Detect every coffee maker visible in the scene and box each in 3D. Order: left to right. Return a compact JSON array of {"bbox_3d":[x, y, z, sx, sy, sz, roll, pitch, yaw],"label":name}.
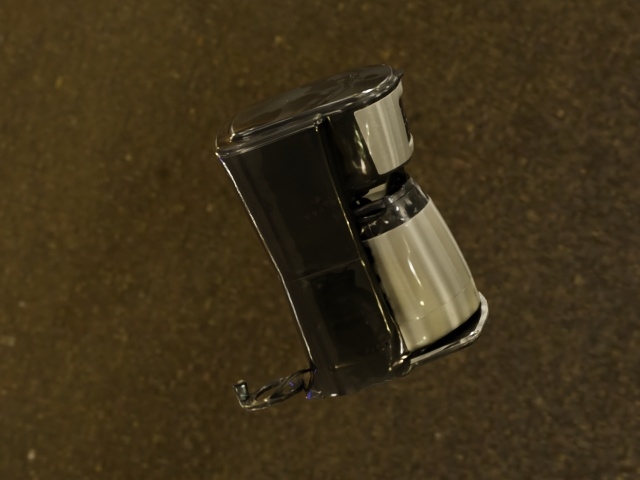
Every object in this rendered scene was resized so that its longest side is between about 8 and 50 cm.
[{"bbox_3d":[0.000,0.000,0.891,0.171,0.178,0.120,-28,17,-14],"label":"coffee maker"}]
